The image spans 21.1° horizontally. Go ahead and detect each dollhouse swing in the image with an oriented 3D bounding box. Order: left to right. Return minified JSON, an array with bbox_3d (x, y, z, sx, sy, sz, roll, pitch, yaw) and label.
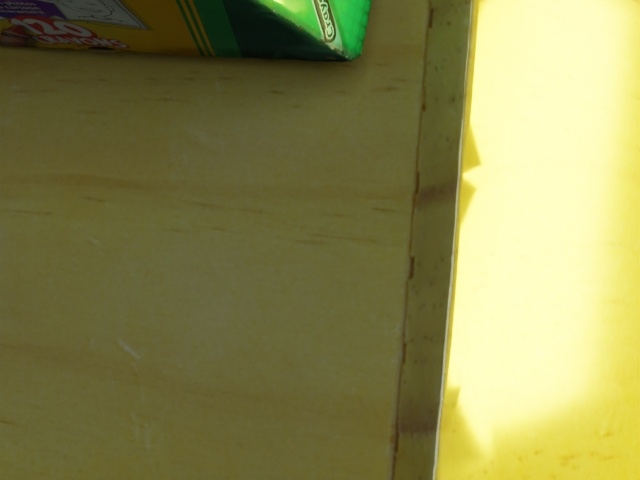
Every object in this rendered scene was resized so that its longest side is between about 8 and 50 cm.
[{"bbox_3d":[0.000,0.000,0.870,0.315,0.305,0.346,17,73,-47],"label":"dollhouse swing"}]

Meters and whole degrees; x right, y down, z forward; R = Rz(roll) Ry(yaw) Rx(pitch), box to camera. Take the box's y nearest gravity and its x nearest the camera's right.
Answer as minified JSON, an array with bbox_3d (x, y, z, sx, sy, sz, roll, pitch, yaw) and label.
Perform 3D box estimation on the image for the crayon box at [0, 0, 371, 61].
[{"bbox_3d":[-0.132,-0.143,0.734,0.278,0.165,0.081,7,81,32],"label":"crayon box"}]
